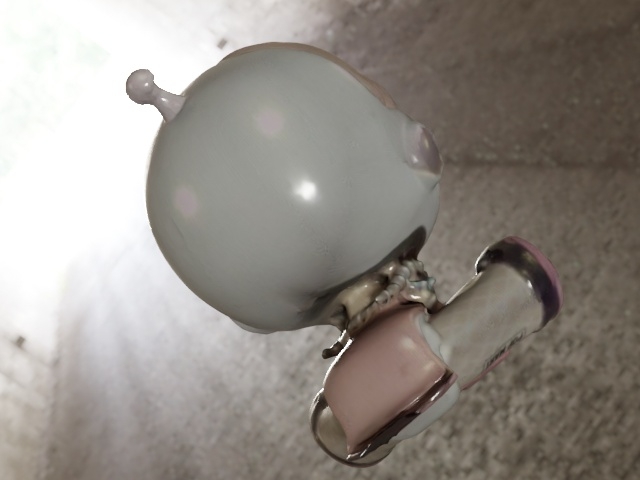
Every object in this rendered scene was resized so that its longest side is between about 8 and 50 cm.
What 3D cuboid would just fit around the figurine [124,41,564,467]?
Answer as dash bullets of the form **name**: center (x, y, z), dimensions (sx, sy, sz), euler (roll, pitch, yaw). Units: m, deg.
- **figurine**: center (0.008, -0.006, 1.125), dimensions (0.253, 0.361, 0.211), euler (-38, -18, 9)
